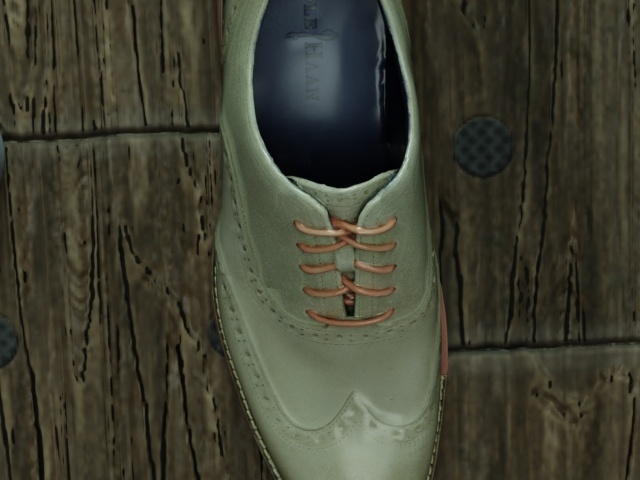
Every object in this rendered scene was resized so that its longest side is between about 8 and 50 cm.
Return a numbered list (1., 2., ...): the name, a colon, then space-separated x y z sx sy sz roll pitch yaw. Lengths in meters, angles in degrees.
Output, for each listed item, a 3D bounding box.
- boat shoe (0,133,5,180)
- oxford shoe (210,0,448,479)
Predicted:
1. boat shoe: -0.331 -0.003 1.064 0.306 0.105 0.113 -16 101 1
2. oxford shoe: 0.000 0.000 1.057 0.140 0.146 0.397 -9 101 -1
